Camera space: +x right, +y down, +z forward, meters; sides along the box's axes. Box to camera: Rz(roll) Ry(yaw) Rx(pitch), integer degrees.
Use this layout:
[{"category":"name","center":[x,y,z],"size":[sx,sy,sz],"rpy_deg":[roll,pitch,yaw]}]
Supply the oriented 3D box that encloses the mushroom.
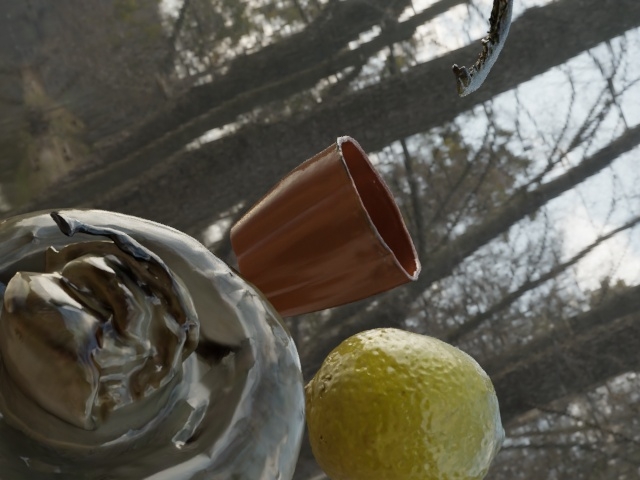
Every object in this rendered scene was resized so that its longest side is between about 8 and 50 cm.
[{"category":"mushroom","center":[-0.185,0.114,0.756],"size":[0.362,0.362,0.294],"rpy_deg":[63,-30,33]}]

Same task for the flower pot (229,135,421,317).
[{"category":"flower pot","center":[0.000,0.000,1.097],"size":[0.190,0.173,0.190],"rpy_deg":[55,15,-23]}]

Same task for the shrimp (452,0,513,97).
[{"category":"shrimp","center":[0.228,-0.288,1.331],"size":[0.035,0.148,0.195],"rpy_deg":[27,-47,22]}]

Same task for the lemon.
[{"category":"lemon","center":[0.139,0.303,1.613],"size":[0.336,0.336,0.336],"rpy_deg":[160,-90,-79]}]
